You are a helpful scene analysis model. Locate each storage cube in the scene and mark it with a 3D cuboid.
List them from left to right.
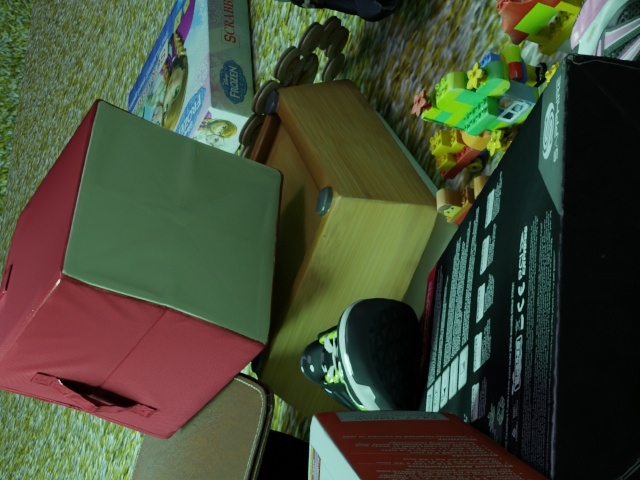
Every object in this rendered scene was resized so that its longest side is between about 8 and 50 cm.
[{"bbox_3d":[-0.160,0.027,1.125,0.193,0.183,0.215,-44,32,46],"label":"storage cube"}]

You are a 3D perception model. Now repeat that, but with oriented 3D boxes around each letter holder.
[{"bbox_3d":[-0.058,0.230,1.159,0.302,0.152,0.214,-8,68,66],"label":"letter holder"}]

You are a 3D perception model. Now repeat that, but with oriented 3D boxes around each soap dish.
[{"bbox_3d":[0.000,0.000,1.192,0.291,0.118,0.229,-117,45,-59],"label":"soap dish"}]

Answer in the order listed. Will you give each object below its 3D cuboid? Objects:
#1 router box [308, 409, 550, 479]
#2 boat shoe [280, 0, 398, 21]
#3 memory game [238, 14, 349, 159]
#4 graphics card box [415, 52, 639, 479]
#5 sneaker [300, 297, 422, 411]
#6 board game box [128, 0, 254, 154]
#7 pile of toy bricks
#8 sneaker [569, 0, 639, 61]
[{"bbox_3d":[0.043,0.260,0.560,0.301,0.082,0.336,-171,83,-84],"label":"router box"},{"bbox_3d":[0.019,-0.282,1.333,0.340,0.158,0.127,-56,-16,-70],"label":"boat shoe"},{"bbox_3d":[-0.026,-0.145,1.327,0.186,0.012,0.186,-51,-16,-20],"label":"memory game"},{"bbox_3d":[0.126,0.078,0.745,0.371,0.094,0.233,105,172,-70],"label":"graphics card box"},{"bbox_3d":[0.028,0.099,0.964,0.235,0.097,0.084,50,-137,-68],"label":"sneaker"},{"bbox_3d":[-0.187,-0.184,1.803,0.319,0.065,0.318,-54,31,42],"label":"board game box"},{"bbox_3d":[0.121,-0.098,0.978,0.212,0.105,0.118,-47,36,50],"label":"pile of toy bricks"},{"bbox_3d":[0.191,-0.084,0.859,0.077,0.072,0.178,39,134,30],"label":"sneaker"}]
